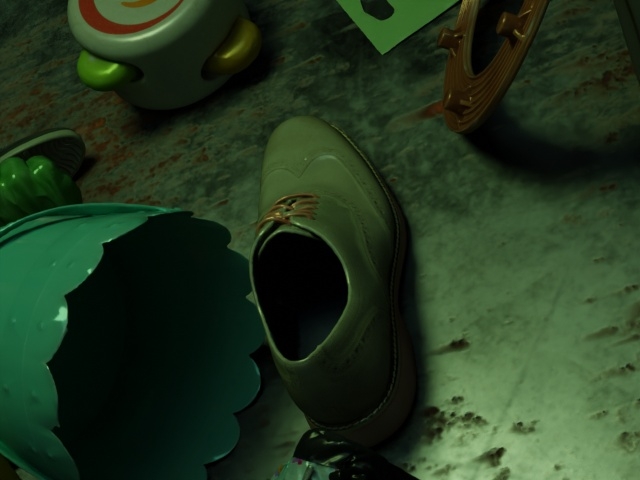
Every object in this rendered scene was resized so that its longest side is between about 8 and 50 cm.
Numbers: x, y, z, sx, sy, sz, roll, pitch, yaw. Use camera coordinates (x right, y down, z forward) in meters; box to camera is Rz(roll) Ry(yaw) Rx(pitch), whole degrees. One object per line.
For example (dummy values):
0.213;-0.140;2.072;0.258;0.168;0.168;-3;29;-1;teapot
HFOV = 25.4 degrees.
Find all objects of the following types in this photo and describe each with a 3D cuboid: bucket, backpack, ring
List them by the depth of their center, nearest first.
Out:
0.001;0.255;1.157;0.115;0.152;0.182;16;76;44;backpack
-0.205;0.100;1.313;0.183;0.281;0.281;5;57;37;bucket
0.177;-0.266;1.379;0.032;0.336;0.336;16;55;-8;ring

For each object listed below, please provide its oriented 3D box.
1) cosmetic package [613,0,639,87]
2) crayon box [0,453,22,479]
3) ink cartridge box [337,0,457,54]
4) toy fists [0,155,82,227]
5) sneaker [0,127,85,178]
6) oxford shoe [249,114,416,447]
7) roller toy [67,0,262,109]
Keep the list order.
0.318;-0.275;1.270;0.113;0.309;0.160;-6;51;23;cosmetic package
-0.362;0.216;1.318;0.323;0.203;0.083;28;64;31;crayon box
0.124;-0.334;1.618;0.235;0.056;0.171;-33;45;0;ink cartridge box
-0.395;-0.001;1.586;0.279;0.142;0.096;-27;45;8;toy fists
-0.387;-0.089;1.695;0.222;0.083;0.118;-32;44;6;sneaker
0.000;0.000;1.348;0.141;0.146;0.397;-25;45;11;oxford shoe
-0.183;-0.257;1.669;0.209;0.146;0.191;-20;56;8;roller toy
